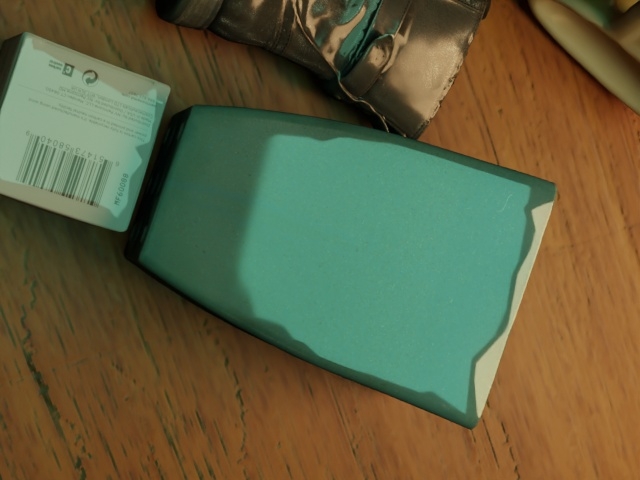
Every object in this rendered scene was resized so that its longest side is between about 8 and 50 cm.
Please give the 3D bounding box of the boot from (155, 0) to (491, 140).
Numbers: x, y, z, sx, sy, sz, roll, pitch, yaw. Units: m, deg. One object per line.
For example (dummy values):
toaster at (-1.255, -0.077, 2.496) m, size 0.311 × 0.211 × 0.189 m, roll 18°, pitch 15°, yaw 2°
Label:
boot at (0.023, -0.213, 1.000) m, size 0.229 × 0.091 × 0.263 m, roll 20°, pitch 91°, yaw -27°

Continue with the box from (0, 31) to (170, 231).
box at (-0.165, -0.068, 0.927) m, size 0.101 × 0.087 × 0.102 m, roll 19°, pitch 86°, yaw -21°

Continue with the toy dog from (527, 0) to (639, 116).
toy dog at (0.297, -0.333, 1.016) m, size 0.395 × 0.284 × 0.408 m, roll 39°, pitch 79°, yaw 7°

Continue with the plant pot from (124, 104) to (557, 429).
plant pot at (0.000, 0.000, 0.961) m, size 0.234 × 0.165 × 0.166 m, roll 21°, pitch 87°, yaw -13°
